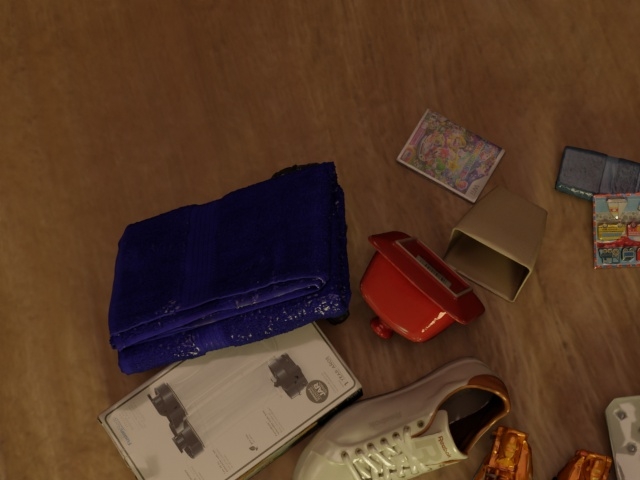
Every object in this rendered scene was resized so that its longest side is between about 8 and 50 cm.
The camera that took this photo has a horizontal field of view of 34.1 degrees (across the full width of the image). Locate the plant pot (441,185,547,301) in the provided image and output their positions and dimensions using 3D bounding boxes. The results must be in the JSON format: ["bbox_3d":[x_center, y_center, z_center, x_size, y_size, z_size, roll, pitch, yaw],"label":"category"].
[{"bbox_3d":[0.231,-0.004,1.337,0.109,0.109,0.096,29,67,10],"label":"plant pot"}]

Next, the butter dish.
[{"bbox_3d":[0.109,0.074,1.315,0.160,0.160,0.118,43,105,12],"label":"butter dish"}]

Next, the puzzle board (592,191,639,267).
[{"bbox_3d":[0.419,-0.014,1.357,0.128,0.011,0.097,-3,95,2],"label":"puzzle board"}]

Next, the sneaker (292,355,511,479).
[{"bbox_3d":[0.097,0.240,1.257,0.290,0.123,0.106,-33,105,-5],"label":"sneaker"}]

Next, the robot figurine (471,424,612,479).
[{"bbox_3d":[0.242,0.380,1.243,0.211,0.085,0.291,14,77,8],"label":"robot figurine"}]

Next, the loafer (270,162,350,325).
[{"bbox_3d":[0.000,0.000,1.360,0.078,0.076,0.223,-21,71,6],"label":"loafer"}]

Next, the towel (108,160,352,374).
[{"bbox_3d":[-0.118,0.026,1.288,0.308,0.076,0.228,-16,53,17],"label":"towel"}]

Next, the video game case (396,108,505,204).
[{"bbox_3d":[0.176,-0.115,1.413,0.122,0.011,0.087,30,79,10],"label":"video game case"}]

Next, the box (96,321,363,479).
[{"bbox_3d":[-0.110,0.206,1.308,0.290,0.087,0.169,-36,76,-6],"label":"box"}]

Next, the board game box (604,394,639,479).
[{"bbox_3d":[0.562,0.363,1.246,0.389,0.050,0.390,-7,76,2],"label":"board game box"}]

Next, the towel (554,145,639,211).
[{"bbox_3d":[0.373,-0.081,1.383,0.119,0.029,0.067,16,81,6],"label":"towel"}]
